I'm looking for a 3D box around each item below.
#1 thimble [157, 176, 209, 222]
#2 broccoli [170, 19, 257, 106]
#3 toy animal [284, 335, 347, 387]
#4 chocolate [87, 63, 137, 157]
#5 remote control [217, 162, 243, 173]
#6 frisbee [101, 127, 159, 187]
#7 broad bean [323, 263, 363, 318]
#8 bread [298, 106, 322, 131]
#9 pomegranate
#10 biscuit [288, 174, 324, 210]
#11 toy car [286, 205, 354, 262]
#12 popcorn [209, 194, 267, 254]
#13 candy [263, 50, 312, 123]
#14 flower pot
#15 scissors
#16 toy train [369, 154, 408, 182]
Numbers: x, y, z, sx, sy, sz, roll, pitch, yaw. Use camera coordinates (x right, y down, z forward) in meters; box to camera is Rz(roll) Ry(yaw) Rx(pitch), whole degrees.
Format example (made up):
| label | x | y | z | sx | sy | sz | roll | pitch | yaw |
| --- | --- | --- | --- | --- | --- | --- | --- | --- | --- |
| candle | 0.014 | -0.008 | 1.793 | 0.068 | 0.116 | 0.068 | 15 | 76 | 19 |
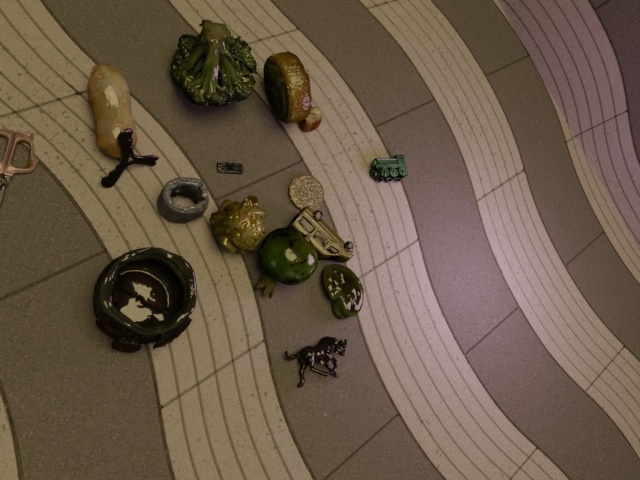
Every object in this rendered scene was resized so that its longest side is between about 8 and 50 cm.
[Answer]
| label | x | y | z | sx | sy | sz | roll | pitch | yaw |
| --- | --- | --- | --- | --- | --- | --- | --- | --- | --- |
| thimble | -0.446 | -0.131 | 1.778 | 0.151 | 0.118 | 0.127 | -7 | 77 | -29 |
| broccoli | -0.352 | -0.605 | 1.876 | 0.304 | 0.283 | 0.321 | -17 | 65 | -20 |
| toy animal | -0.009 | 0.409 | 1.885 | 0.233 | 0.084 | 0.148 | -7 | 62 | -23 |
| chocolate | -0.662 | -0.411 | 1.743 | 0.134 | 0.134 | 0.309 | -11 | 84 | -30 |
| remote control | -0.321 | -0.257 | 1.941 | 0.096 | 0.014 | 0.039 | -1 | 76 | -27 |
| frisbee | -0.592 | -0.260 | 1.739 | 0.012 | 0.211 | 0.187 | 40 | 29 | 26 |
| broad bean | 0.086 | 0.180 | 1.995 | 0.153 | 0.072 | 0.206 | -7 | 78 | -36 |
| bread | -0.041 | -0.471 | 2.120 | 0.083 | 0.070 | 0.076 | -22 | 85 | -29 |
| pomegranate | -0.127 | 0.073 | 1.858 | 0.211 | 0.211 | 0.263 | 40 | 101 | -12 |
| biscuit | -0.052 | -0.178 | 2.057 | 0.152 | 0.020 | 0.152 | 7 | 73 | -25 |
| toy car | 0.000 | 0.000 | 1.986 | 0.257 | 0.101 | 0.124 | 45 | 65 | -8 |
| popcorn | -0.266 | -0.054 | 1.818 | 0.167 | 0.185 | 0.187 | 1 | 65 | -46 |
| candy | -0.121 | -0.555 | 1.998 | 0.118 | 0.260 | 0.259 | -19 | 85 | -19 |
| flower pot | -0.512 | 0.177 | 1.596 | 0.302 | 0.213 | 0.301 | 9 | 71 | -26 |
| scissors | -0.927 | -0.192 | 1.595 | 0.160 | 0.024 | 0.317 | 14 | 69 | -26 |
| toy train | 0.279 | -0.296 | 2.243 | 0.171 | 0.071 | 0.111 | -4 | 68 | -28 |
